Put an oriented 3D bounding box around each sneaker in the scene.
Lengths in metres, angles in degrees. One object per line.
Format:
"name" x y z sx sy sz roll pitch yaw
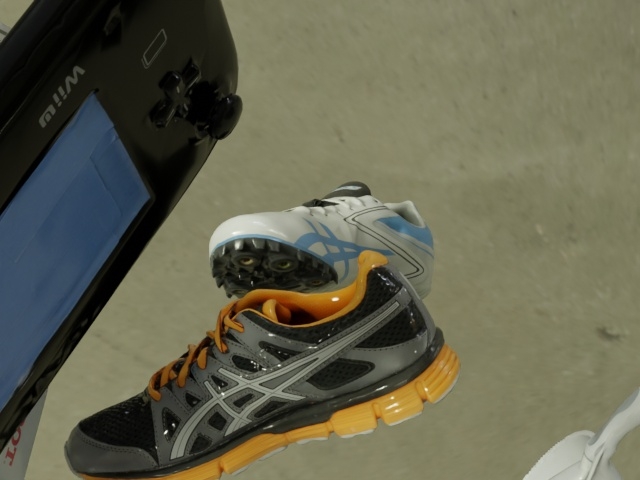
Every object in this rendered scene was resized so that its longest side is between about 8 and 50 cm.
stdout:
"sneaker" 0.000 0.000 1.048 0.085 0.237 0.086 -15 78 29
"sneaker" -0.038 0.070 0.819 0.215 0.084 0.083 -20 106 6

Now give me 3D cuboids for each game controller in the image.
"game controller" -0.133 0.028 0.578 0.067 0.166 0.319 31 75 8

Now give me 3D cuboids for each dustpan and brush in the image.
"dustpan and brush" 0.184 0.169 1.099 0.060 0.147 0.211 43 115 -11

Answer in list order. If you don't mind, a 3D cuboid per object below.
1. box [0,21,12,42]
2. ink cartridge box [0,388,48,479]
"box" -0.285 -0.086 0.991 0.087 0.290 0.169 16 88 7
"ink cartridge box" -0.213 0.029 0.705 0.127 0.176 0.128 2 64 21
